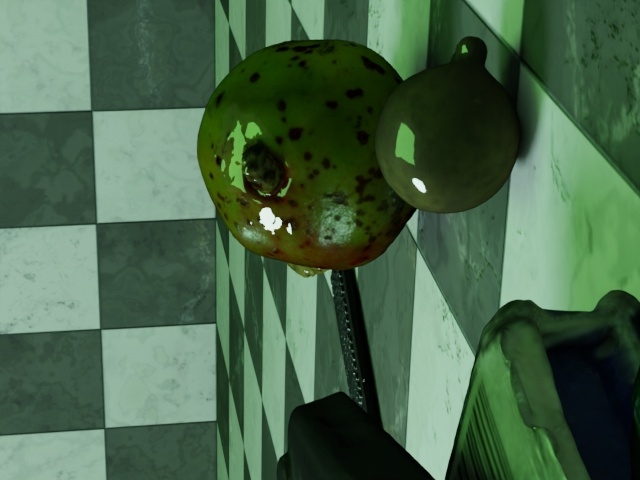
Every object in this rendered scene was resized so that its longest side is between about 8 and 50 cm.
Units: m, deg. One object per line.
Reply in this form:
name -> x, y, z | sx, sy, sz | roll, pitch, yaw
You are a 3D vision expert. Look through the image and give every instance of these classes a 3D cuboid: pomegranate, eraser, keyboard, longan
pomegranate -> -0.007, -0.071, 1.287 | 0.246, 0.198, 0.198 | -164, 71, -83
eraser -> 0.125, 0.186, 0.831 | 0.332, 0.102, 0.155 | 95, 166, -47
keyboard -> 0.035, 0.118, 1.620 | 0.087, 0.017, 0.250 | 97, 167, -54
longan -> 0.086, -0.077, 1.010 | 0.106, 0.106, 0.119 | -155, 77, -80

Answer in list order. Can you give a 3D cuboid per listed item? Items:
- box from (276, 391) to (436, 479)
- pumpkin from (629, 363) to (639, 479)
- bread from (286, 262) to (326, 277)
box -> 0.037, 0.249, 0.852 | 0.289, 0.073, 0.290 | -151, 53, -77
pumpkin -> 0.162, 0.076, 0.445 | 0.202, 0.140, 0.202 | 175, 90, -82
bread -> 0.000, 0.000, 1.629 | 0.110, 0.060, 0.066 | 153, 109, -64
